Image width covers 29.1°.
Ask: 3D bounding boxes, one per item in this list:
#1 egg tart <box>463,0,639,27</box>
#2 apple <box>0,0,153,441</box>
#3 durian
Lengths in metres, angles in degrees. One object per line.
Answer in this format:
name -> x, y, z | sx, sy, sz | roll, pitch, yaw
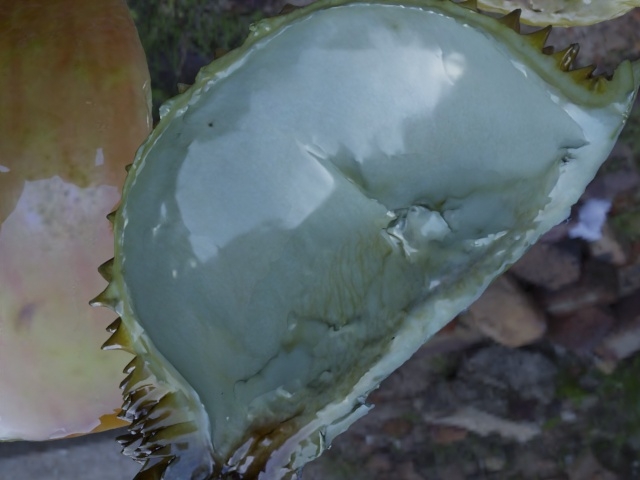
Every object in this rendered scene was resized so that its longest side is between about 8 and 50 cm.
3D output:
egg tart -> 0.218, -0.361, 1.151 | 0.388, 0.169, 0.388 | 11, 148, 7
apple -> -0.215, -0.033, 0.893 | 0.314, 0.252, 0.309 | 0, 112, 25
durian -> 0.000, 0.000, 0.474 | 0.252, 0.139, 0.144 | -41, 124, 2
